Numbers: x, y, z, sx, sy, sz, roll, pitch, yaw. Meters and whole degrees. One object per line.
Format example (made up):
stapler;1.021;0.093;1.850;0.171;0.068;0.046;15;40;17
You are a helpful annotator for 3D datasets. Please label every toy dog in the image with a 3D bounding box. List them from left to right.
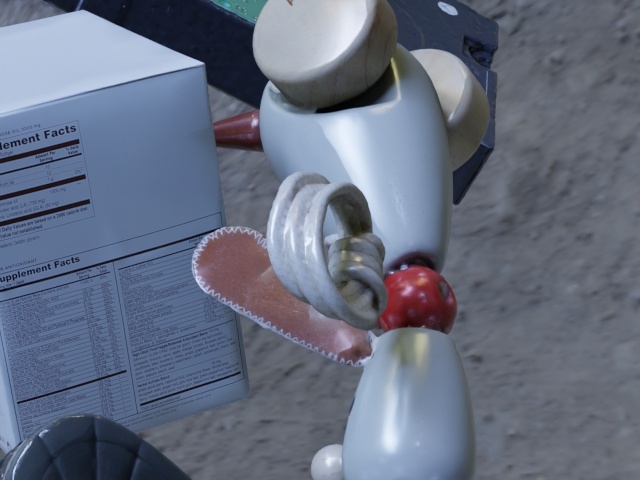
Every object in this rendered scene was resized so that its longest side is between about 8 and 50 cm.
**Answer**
toy dog;0.000;0.000;1.080;0.220;0.161;0.333;53;31;-30

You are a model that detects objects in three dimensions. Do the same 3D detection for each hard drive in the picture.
hard drive;-0.033;-0.167;1.350;0.339;0.237;0.064;27;117;-9

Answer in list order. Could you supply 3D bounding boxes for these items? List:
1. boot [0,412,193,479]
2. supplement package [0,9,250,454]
boot;-0.073;0.175;0.859;0.236;0.178;0.085;47;64;-13
supplement package;-0.156;-0.010;1.100;0.149;0.194;0.203;-16;113;-23
